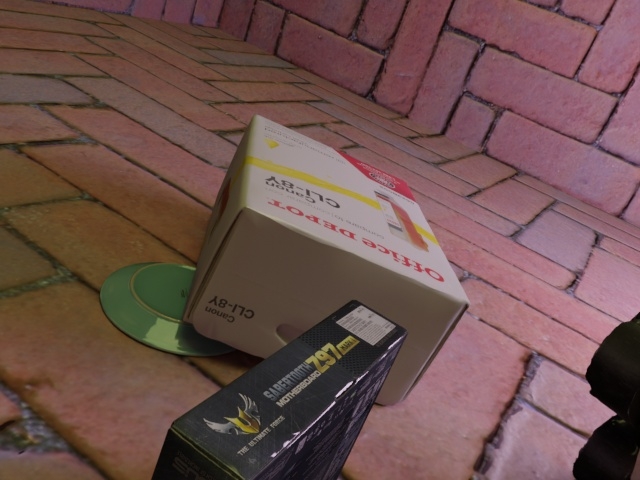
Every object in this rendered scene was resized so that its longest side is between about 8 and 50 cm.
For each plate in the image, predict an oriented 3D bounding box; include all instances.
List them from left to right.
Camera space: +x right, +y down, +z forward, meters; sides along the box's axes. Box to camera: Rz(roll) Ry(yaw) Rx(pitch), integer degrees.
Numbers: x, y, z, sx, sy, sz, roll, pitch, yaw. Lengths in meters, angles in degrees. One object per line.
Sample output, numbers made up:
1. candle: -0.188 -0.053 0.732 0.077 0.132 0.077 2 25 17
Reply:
1. plate: -0.163 0.069 0.737 0.188 0.024 0.188 17 23 -8

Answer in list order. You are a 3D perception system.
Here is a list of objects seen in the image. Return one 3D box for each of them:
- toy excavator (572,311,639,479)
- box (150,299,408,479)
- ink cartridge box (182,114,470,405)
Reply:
1. toy excavator: 0.518 0.220 0.678 0.445 0.432 0.222 -23 37 -20
2. box: -0.034 0.160 0.443 0.059 0.183 0.233 30 25 21
3. ink cartridge box: 0.000 0.000 0.823 0.279 0.160 0.384 23 22 -14
